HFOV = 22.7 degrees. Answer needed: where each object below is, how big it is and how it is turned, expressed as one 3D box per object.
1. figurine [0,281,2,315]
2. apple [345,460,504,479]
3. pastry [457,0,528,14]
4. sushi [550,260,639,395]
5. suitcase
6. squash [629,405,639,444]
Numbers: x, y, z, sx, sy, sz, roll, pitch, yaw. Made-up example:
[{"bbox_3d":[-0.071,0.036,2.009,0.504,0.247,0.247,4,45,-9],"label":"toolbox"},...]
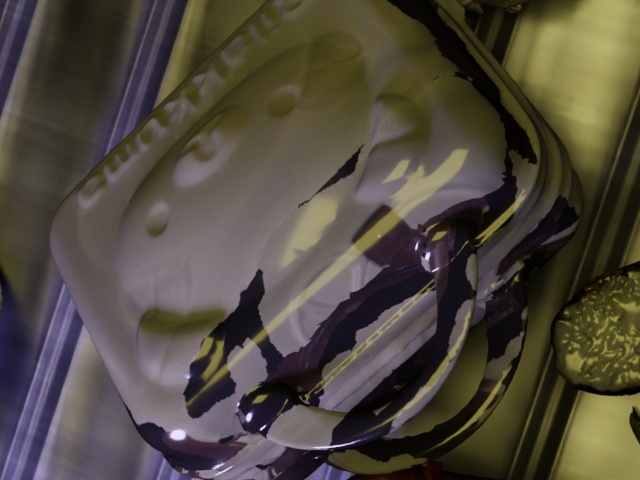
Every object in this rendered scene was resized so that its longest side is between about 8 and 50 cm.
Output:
[{"bbox_3d":[-0.363,0.069,1.322,0.141,0.166,0.250,-56,38,45],"label":"figurine"},{"bbox_3d":[0.066,0.306,1.048,0.288,0.288,0.317,12,106,20],"label":"apple"},{"bbox_3d":[0.127,-0.249,1.166,0.166,0.088,0.166,-2,82,17],"label":"pastry"},{"bbox_3d":[0.232,0.053,1.112,0.150,0.078,0.090,-35,82,13],"label":"sushi"},{"bbox_3d":[0.000,0.000,1.091,0.351,0.194,0.339,-43,49,12],"label":"suitcase"},{"bbox_3d":[0.334,0.176,1.059,0.169,0.093,0.252,-38,75,15],"label":"squash"}]
